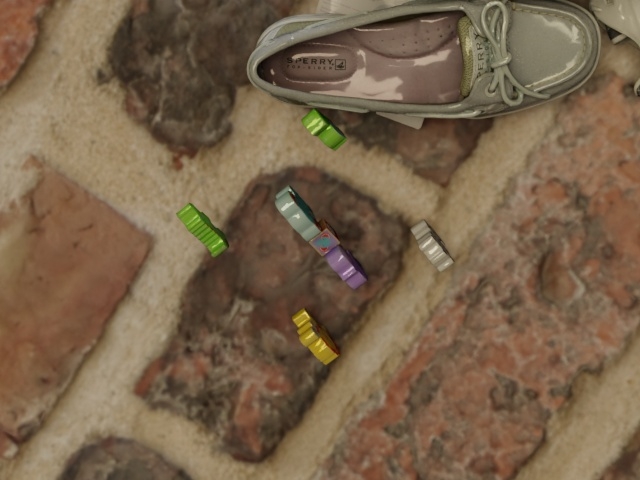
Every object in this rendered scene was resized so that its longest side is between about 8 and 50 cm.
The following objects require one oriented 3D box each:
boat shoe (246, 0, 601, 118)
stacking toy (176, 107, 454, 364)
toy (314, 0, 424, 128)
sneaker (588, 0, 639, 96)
[{"bbox_3d":[0.095,-0.163,1.031,0.320,0.103,0.118,1,105,4],"label":"boat shoe"},{"bbox_3d":[0.000,0.000,1.073,0.167,0.052,0.221,-39,119,11],"label":"stacking toy"},{"bbox_3d":[0.076,-0.242,1.102,0.137,0.056,0.237,22,101,9],"label":"toy"},{"bbox_3d":[0.279,-0.249,1.042,0.095,0.090,0.235,-29,82,23],"label":"sneaker"}]
